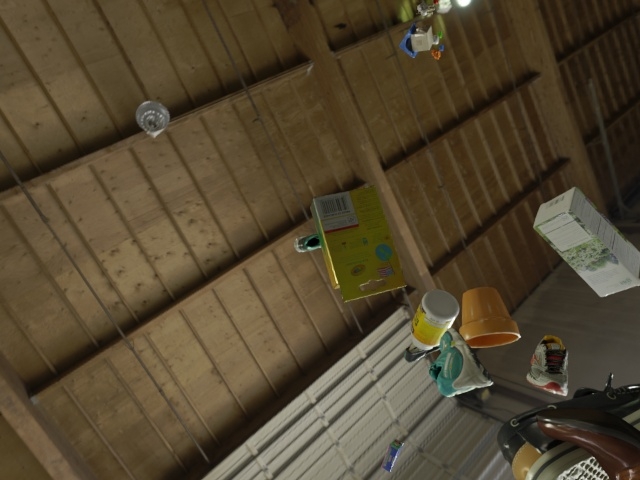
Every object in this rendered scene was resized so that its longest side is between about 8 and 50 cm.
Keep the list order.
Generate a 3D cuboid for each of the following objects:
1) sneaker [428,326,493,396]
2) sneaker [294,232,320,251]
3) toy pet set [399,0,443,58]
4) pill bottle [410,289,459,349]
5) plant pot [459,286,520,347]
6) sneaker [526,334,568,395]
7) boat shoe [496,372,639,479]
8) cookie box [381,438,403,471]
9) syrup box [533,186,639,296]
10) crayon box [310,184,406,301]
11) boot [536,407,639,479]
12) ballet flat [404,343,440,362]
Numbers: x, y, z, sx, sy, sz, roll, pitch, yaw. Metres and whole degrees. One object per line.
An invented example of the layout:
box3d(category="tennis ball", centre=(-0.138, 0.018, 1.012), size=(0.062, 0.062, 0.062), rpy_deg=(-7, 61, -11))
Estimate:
box3d(category="sneaker", centre=(0.290, 0.270, 0.945), size=(0.109, 0.275, 0.107), rpy_deg=(-32, -98, 8))
box3d(category="sneaker", centre=(0.000, 0.000, 1.393), size=(0.166, 0.076, 0.065), rpy_deg=(-21, -83, -21))
box3d(category="toy pet set", centre=(0.226, -0.459, 0.949), size=(0.114, 0.065, 0.122), rpy_deg=(-61, -37, -33))
box3d(category="pill bottle", centre=(0.363, 0.266, 1.377), size=(0.117, 0.117, 0.215), rpy_deg=(-24, -37, -28))
box3d(category="plant pot", centre=(0.618, 0.285, 1.590), size=(0.205, 0.205, 0.188), rpy_deg=(16, -123, -30))
box3d(category="sneaker", centre=(0.563, 0.301, 1.043), size=(0.225, 0.087, 0.093), rpy_deg=(-26, -53, -65))
box3d(category="boat shoe", centre=(0.564, 0.355, 0.806), size=(0.499, 0.156, 0.187), rpy_deg=(-10, -71, -15))
box3d(category="cookie box", centre=(0.285, 0.849, 1.673), size=(0.092, 0.040, 0.107), rpy_deg=(-68, -23, -2))
box3d(category="syrup box", centre=(0.606, 0.006, 0.952), size=(0.237, 0.093, 0.096), rpy_deg=(43, -128, -4))
box3d(category="crayon box", centre=(0.107, 0.012, 1.252), size=(0.202, 0.081, 0.319), rpy_deg=(-12, -105, -12))
box3d(category="boot", centre=(0.457, 0.414, 0.627), size=(0.096, 0.263, 0.281), rpy_deg=(8, -93, -58))
box3d(category="ballet flat", centre=(0.419, 0.414, 1.674), size=(0.203, 0.074, 0.074), rpy_deg=(-23, -77, -15))
